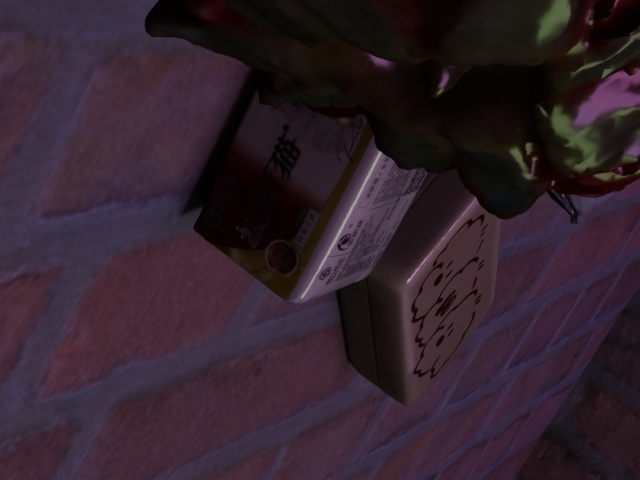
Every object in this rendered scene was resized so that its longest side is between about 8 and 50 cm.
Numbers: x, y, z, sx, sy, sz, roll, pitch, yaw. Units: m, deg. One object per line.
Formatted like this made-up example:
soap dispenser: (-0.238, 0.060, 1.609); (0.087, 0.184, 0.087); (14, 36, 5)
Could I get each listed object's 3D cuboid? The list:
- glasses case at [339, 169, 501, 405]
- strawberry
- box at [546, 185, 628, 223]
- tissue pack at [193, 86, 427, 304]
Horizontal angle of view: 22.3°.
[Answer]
glasses case: (0.087, 0.030, 1.404); (0.144, 0.076, 0.336); (-51, 163, -14)
strawberry: (0.076, -0.208, 0.621); (0.317, 0.295, 0.345); (32, 73, -39)
box: (0.287, -0.181, 1.210); (0.370, 0.112, 0.190); (-36, 135, 1)
tissue pack: (0.006, -0.053, 0.980); (0.106, 0.099, 0.148); (-20, 142, -59)
